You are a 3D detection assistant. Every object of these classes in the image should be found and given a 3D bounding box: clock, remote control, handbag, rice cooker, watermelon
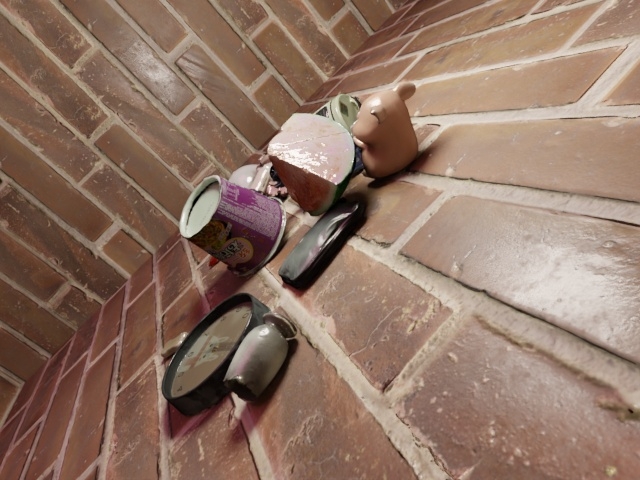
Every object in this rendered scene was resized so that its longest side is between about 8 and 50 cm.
[{"bbox_3d":[-0.303,0.315,1.414,0.386,0.076,0.386,-37,23,18],"label":"clock"},{"bbox_3d":[-0.518,0.374,1.742,0.122,0.032,0.074,-30,26,30],"label":"remote control"},{"bbox_3d":[0.002,-0.002,1.471,0.332,0.075,0.191,-52,19,-11],"label":"handbag"},{"bbox_3d":[0.075,-0.452,1.949,0.244,0.226,0.226,-24,29,35],"label":"rice cooker"},{"bbox_3d":[-0.011,-0.229,1.577,0.319,0.222,0.292,19,47,22],"label":"watermelon"}]

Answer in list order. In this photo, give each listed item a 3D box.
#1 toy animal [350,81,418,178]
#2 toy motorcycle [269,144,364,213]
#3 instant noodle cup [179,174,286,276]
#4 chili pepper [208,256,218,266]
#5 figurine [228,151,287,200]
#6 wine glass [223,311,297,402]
[{"bbox_3d":[0.194,-0.329,1.494,0.213,0.256,0.195,11,49,46],"label":"toy animal"},{"bbox_3d":[-0.013,-0.261,1.787,0.358,0.212,0.125,-30,20,23],"label":"toy motorcycle"},{"bbox_3d":[-0.332,-0.063,1.772,0.340,0.266,0.340,-26,50,36],"label":"instant noodle cup"},{"bbox_3d":[-0.420,0.002,2.182,0.272,0.063,0.071,-63,15,-8],"label":"chili pepper"},{"bbox_3d":[-0.274,-0.255,2.217,0.361,0.253,0.211,-15,80,55],"label":"figurine"},{"bbox_3d":[-0.141,0.273,1.162,0.111,0.111,0.204,-18,30,47],"label":"wine glass"}]
